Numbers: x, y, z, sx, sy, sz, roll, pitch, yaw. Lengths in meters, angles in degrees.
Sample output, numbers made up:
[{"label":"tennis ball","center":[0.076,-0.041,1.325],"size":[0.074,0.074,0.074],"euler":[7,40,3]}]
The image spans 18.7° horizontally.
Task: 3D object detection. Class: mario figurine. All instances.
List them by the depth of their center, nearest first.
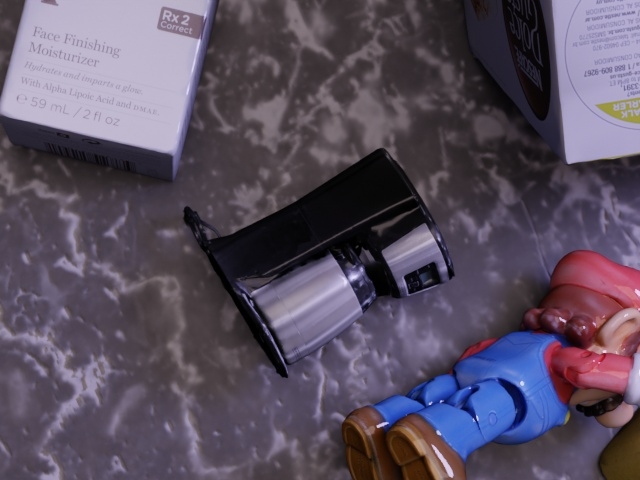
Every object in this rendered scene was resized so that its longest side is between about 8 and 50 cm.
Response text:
[{"label":"mario figurine","center":[0.186,0.140,1.605],"size":[0.321,0.170,0.198],"euler":[-27,51,-28]}]

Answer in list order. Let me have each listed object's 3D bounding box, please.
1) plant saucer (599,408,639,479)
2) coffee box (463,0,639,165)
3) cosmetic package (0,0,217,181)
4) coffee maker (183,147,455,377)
[{"label":"plant saucer","center":[0.459,0.160,1.624],"size":[0.333,0.081,0.333],"euler":[38,82,19]},{"label":"coffee box","center":[0.296,-0.283,1.531],"size":[0.338,0.337,0.334],"euler":[-10,112,-5]},{"label":"cosmetic package","center":[-0.173,-0.163,1.635],"size":[0.151,0.151,0.183],"euler":[12,83,-3]},{"label":"coffee maker","center":[0.000,0.000,1.643],"size":[0.178,0.120,0.171],"euler":[-30,85,-7]}]
